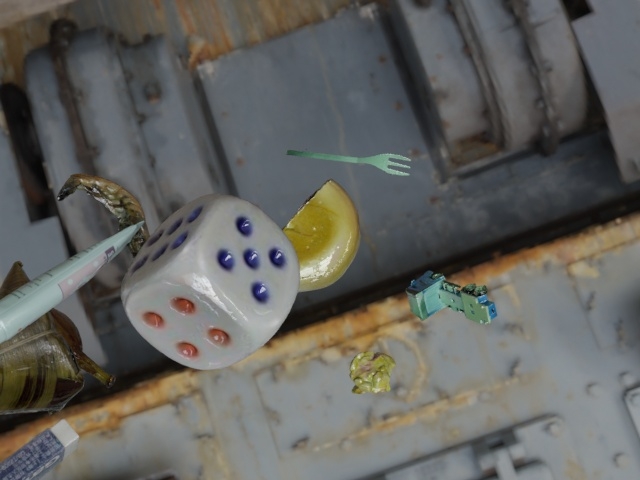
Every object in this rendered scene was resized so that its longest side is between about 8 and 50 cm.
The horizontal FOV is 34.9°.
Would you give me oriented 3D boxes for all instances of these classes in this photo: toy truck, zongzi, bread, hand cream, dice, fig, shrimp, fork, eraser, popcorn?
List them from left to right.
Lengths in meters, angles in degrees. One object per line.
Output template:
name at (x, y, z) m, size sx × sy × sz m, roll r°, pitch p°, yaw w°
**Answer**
zongzi at (-0.553, 0.148, 1.670) m, size 0.134 × 0.288 × 0.286 m, roll -36°, pitch 155°, yaw 28°
eraser at (-0.479, 0.368, 1.597) m, size 0.212 × 0.046 × 0.092 m, roll -37°, pitch 170°, yaw -29°
hand cream at (-0.409, 0.063, 1.589) m, size 0.331 × 0.058 × 0.085 m, roll -41°, pitch 176°, yaw -37°
fig at (-0.588, 0.255, 2.299) m, size 0.290 × 0.190 × 0.190 m, roll 20°, pitch 161°, yaw -2°
shrimp at (-0.395, -0.028, 1.887) m, size 0.198 × 0.262 × 0.051 m, roll 16°, pitch 128°, yaw -46°
dice at (-0.158, 0.061, 1.479) m, size 0.193 × 0.192 × 0.194 m, roll -27°, pitch -151°, yaw 42°
bread at (-0.001, 0.013, 2.151) m, size 0.260 × 0.156 × 0.158 m, roll -49°, pitch 170°, yaw -15°
fork at (0.050, -0.150, 1.890) m, size 0.235 × 0.039 × 0.021 m, roll 7°, pitch 165°, yaw 9°
popcorn at (0.112, 0.288, 2.216) m, size 0.109 × 0.097 × 0.089 m, roll -50°, pitch 157°, yaw -31°
toy truck at (0.229, 0.112, 1.801) m, size 0.081 × 0.067 × 0.175 m, roll -30°, pitch -151°, yaw -29°
